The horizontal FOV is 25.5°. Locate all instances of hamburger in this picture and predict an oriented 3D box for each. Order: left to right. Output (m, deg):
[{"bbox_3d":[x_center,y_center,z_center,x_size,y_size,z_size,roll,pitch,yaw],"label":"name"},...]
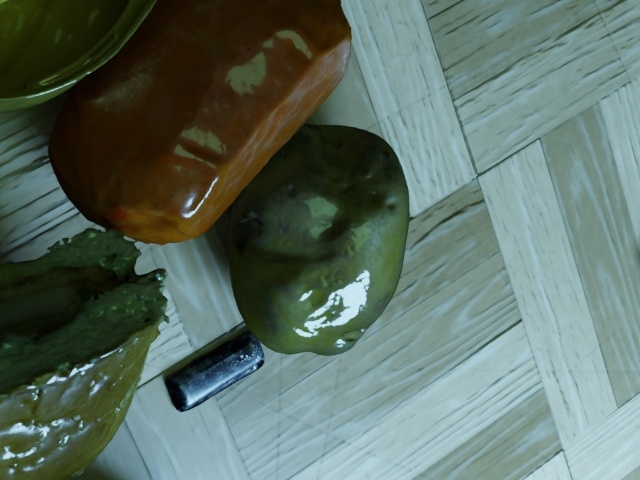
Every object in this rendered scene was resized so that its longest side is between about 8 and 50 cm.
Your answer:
[{"bbox_3d":[-0.256,0.122,1.047,0.309,0.132,0.211,-21,147,-28],"label":"hamburger"}]

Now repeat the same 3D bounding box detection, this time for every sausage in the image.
[{"bbox_3d":[-0.091,-0.116,1.108,0.141,0.153,0.268,39,76,10],"label":"sausage"}]

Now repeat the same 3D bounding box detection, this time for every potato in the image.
[{"bbox_3d":[-0.002,-0.001,1.210,0.155,0.137,0.200,2,102,-2],"label":"potato"}]

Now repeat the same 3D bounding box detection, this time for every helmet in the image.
[{"bbox_3d":[-0.227,-0.182,1.018,0.205,0.140,0.257,43,64,0],"label":"helmet"}]

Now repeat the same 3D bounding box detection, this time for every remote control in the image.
[{"bbox_3d":[-0.090,0.116,1.250,0.096,0.014,0.039,-29,115,-25],"label":"remote control"}]
